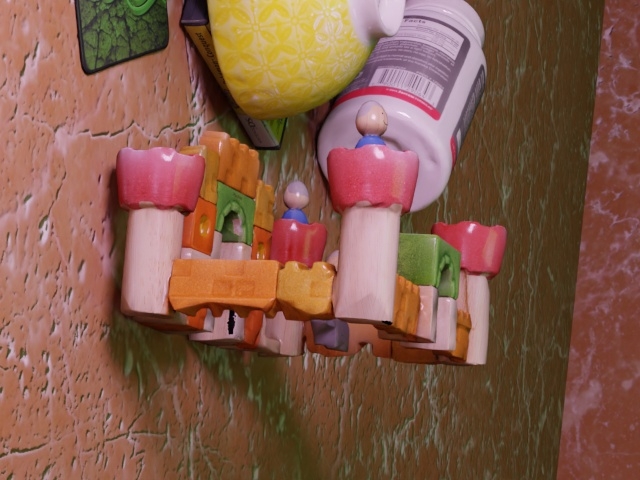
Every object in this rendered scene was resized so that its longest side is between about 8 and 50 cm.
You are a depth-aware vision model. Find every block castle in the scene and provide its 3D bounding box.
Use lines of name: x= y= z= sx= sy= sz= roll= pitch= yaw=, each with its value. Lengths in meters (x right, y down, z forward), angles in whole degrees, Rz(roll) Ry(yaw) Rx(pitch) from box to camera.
block castle: x=0.000 y=0.000 z=1.714 sx=0.453 sy=0.303 sz=0.213 roll=28 pitch=65 yaw=-69

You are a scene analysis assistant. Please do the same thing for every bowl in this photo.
bowl: x=0.002 y=-0.275 z=1.810 sx=0.289 sy=0.156 sz=0.289 roll=1 pitch=90 yaw=-70

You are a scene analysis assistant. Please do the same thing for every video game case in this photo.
video game case: x=-0.072 y=-0.281 z=1.885 sx=0.248 sy=0.035 sz=0.275 roll=59 pitch=36 yaw=-55

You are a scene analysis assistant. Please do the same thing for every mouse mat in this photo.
mouse mat: x=-0.190 y=-0.247 z=1.605 sx=0.190 sy=0.007 sz=0.152 roll=-38 pitch=127 yaw=-66

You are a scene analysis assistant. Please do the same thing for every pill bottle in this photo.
pill bottle: x=0.120 y=-0.193 z=2.208 sx=0.318 sy=0.176 sz=0.176 roll=-65 pitch=149 yaw=-47

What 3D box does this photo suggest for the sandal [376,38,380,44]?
sandal: x=0.034 y=-0.342 z=1.997 sx=0.079 sy=0.088 sz=0.240 roll=-62 pitch=142 yaw=-43
